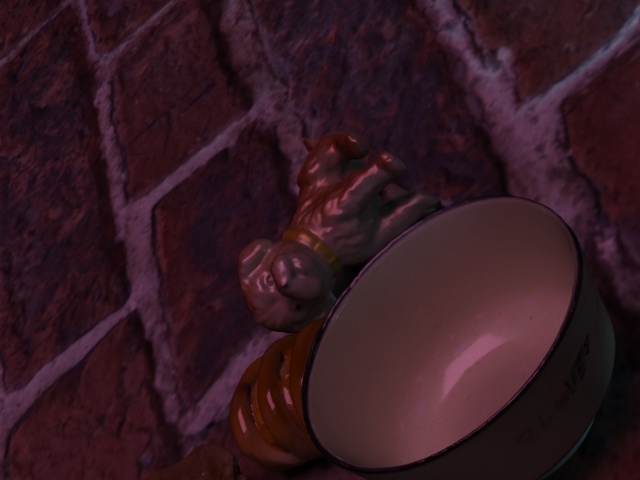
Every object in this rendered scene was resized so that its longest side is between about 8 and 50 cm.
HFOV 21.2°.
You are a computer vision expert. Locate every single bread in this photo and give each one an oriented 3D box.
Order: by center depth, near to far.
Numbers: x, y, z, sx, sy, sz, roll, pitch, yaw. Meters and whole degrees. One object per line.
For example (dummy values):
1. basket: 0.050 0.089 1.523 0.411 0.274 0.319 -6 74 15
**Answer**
1. bread: -0.002 0.120 1.383 0.177 0.084 0.119 -28 34 34

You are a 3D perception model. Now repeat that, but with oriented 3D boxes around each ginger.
1. ginger: -0.097 0.248 1.357 0.137 0.074 0.213 -45 37 1

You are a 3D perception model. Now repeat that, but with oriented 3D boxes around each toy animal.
1. toy animal: -0.013 -0.006 1.530 0.185 0.104 0.184 -55 33 -6

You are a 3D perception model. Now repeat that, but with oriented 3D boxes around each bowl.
1. bowl: 0.115 0.096 1.224 0.238 0.126 0.237 -31 33 23
